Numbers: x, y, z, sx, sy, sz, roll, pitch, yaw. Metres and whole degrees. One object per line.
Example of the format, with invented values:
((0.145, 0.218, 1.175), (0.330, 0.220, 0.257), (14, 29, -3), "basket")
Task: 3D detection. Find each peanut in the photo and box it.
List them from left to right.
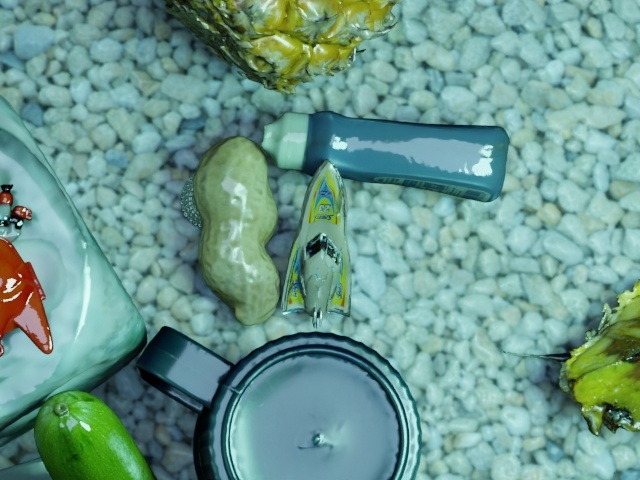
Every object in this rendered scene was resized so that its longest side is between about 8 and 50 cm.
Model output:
((-0.097, -0.012, 1.846), (0.104, 0.086, 0.227), (-1, 87, -31), "peanut")

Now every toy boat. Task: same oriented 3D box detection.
((0.000, 0.000, 1.830), (0.084, 0.066, 0.210), (4, 116, -1), "toy boat")

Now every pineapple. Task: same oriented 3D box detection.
((-0.042, -0.347, 1.802), (0.352, 0.352, 0.300), (40, 89, 2), "pineapple")
((0.417, 0.139, 1.867), (0.335, 0.158, 0.161), (-29, 123, -5), "pineapple")

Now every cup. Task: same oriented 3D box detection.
((-0.033, 0.199, 1.719), (0.242, 0.292, 0.308), (-29, 85, -9), "cup")

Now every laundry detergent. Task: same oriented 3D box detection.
((0.074, -0.109, 1.854), (0.290, 0.143, 0.094), (8, 93, -4), "laundry detergent")

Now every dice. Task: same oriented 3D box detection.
((-0.401, 0.056, 1.682), (0.328, 0.348, 0.330), (-32, 84, -8), "dice")

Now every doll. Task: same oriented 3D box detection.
((-0.316, 0.029, 1.500), (0.109, 0.057, 0.169), (-2, 87, -9), "doll")

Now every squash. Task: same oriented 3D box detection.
((-0.220, 0.279, 1.679), (0.101, 0.378, 0.101), (-10, 49, 11), "squash")

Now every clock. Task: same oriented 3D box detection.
((-0.132, -0.053, 1.894), (0.074, 0.010, 0.083), (45, 80, 0), "clock")

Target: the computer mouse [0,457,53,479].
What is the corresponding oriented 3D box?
((-0.370, 0.327, 1.780), (0.231, 0.079, 0.127), (-13, 85, -23), "computer mouse")
